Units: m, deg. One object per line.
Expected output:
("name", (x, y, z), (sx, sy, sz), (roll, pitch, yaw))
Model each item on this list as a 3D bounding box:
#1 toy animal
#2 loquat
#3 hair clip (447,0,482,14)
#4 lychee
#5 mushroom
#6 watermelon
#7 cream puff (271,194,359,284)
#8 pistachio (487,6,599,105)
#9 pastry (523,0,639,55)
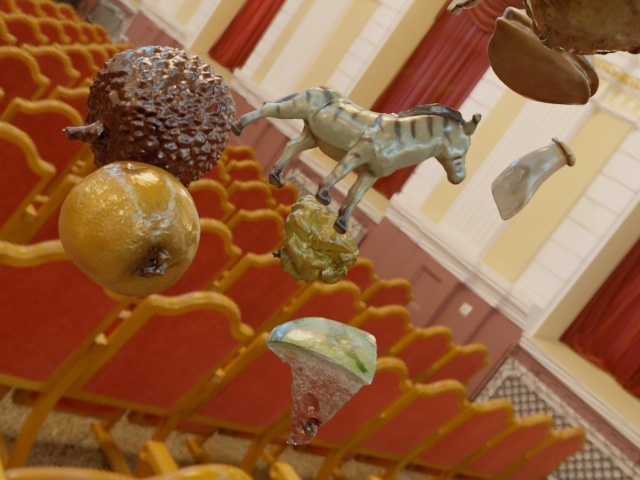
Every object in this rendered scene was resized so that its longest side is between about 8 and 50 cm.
("toy animal", (0.037, -0.107, 0.748), (0.216, 0.176, 0.073), (36, -16, 23))
("loquat", (-0.282, -0.016, 1.095), (0.208, 0.208, 0.208), (35, 9, -6))
("hair clip", (0.284, -0.482, 1.229), (0.054, 0.220, 0.140), (20, 19, -19))
("lychee", (-0.292, -0.203, 1.269), (0.299, 0.264, 0.264), (-16, 36, -23))
("mushroom", (0.507, -0.159, 1.787), (0.096, 0.247, 0.108), (54, -6, -32))
("watermelon", (0.017, 0.167, 0.883), (0.121, 0.158, 0.098), (-2, 18, 21))
("cream puff", (0.001, 0.001, 1.268), (0.156, 0.121, 0.156), (12, 52, -15))
("pistachio", (0.456, -0.355, 1.477), (0.261, 0.163, 0.212), (54, 11, 33))
("pastry", (0.350, -0.325, 0.768), (0.136, 0.329, 0.330), (50, 0, -31))
